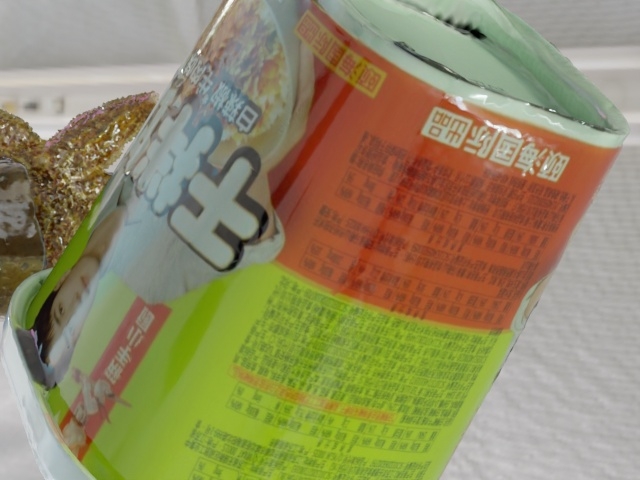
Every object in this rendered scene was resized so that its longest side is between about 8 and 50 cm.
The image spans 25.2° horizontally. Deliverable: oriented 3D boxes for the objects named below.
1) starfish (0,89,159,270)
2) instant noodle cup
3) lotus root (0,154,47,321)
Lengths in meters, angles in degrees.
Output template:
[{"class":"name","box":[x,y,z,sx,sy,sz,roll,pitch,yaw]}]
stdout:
[{"class":"starfish","box":[-0.217,-0.036,1.096,0.240,0.043,0.227,31,-98,1]},{"class":"instant noodle cup","box":[0.000,0.000,0.830,0.294,0.294,0.308,43,-64,31]},{"class":"lotus root","box":[-0.240,0.004,0.988,0.122,0.081,0.112,17,-63,58]}]
